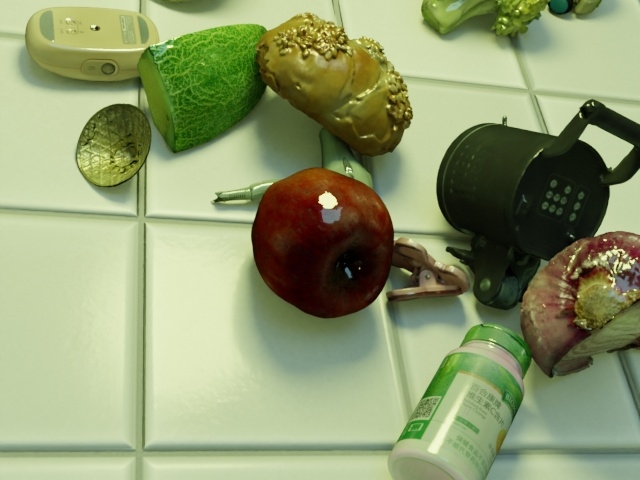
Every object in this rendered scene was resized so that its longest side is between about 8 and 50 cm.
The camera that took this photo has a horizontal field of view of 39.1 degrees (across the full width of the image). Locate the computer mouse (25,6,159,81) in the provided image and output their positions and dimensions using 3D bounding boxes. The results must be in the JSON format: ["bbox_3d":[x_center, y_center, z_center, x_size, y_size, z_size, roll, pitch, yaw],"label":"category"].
[{"bbox_3d":[-0.401,-0.349,1.606,0.237,0.082,0.145,-3,54,-21],"label":"computer mouse"}]

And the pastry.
[{"bbox_3d":[0.039,-0.286,1.575,0.311,0.162,0.255,30,24,-23],"label":"pastry"}]

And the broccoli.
[{"bbox_3d":[0.326,-0.570,1.924,0.281,0.348,0.293,-44,29,-6],"label":"broccoli"}]

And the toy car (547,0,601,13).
[{"bbox_3d":[0.564,-0.658,2.064,0.248,0.198,0.204,29,50,5],"label":"toy car"}]

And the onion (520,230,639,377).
[{"bbox_3d":[0.450,0.092,1.436,0.349,0.267,0.159,23,35,-59],"label":"onion"}]

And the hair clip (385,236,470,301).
[{"bbox_3d":[0.171,0.044,1.468,0.138,0.123,0.102,-4,83,-14],"label":"hair clip"}]

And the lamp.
[{"bbox_3d":[0.332,-0.097,1.505,0.205,0.374,0.272,17,24,-33],"label":"lamp"}]

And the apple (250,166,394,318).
[{"bbox_3d":[0.000,-0.002,1.373,0.234,0.234,0.234,8,52,-11],"label":"apple"}]

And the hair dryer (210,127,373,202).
[{"bbox_3d":[-0.035,-0.128,1.565,0.267,0.092,0.229,9,43,2],"label":"hair dryer"}]

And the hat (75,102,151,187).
[{"bbox_3d":[-0.324,-0.149,1.495,0.146,0.067,0.146,-6,74,21],"label":"hat"}]

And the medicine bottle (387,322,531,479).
[{"bbox_3d":[0.211,0.246,1.306,0.133,0.133,0.274,31,50,7],"label":"medicine bottle"}]

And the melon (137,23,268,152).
[{"bbox_3d":[-0.174,-0.302,1.602,0.124,0.196,0.323,20,39,36],"label":"melon"}]
